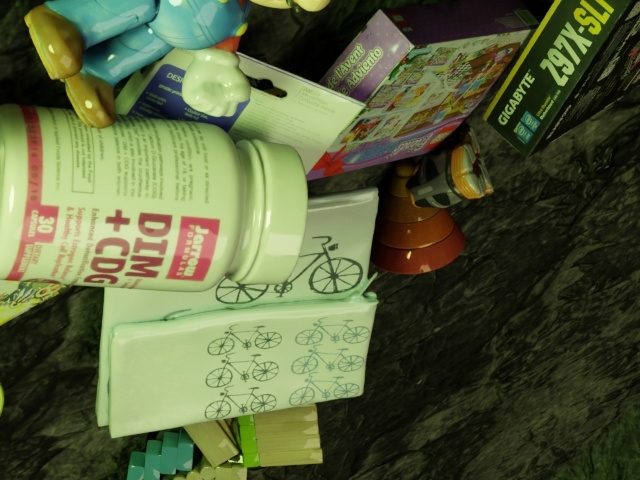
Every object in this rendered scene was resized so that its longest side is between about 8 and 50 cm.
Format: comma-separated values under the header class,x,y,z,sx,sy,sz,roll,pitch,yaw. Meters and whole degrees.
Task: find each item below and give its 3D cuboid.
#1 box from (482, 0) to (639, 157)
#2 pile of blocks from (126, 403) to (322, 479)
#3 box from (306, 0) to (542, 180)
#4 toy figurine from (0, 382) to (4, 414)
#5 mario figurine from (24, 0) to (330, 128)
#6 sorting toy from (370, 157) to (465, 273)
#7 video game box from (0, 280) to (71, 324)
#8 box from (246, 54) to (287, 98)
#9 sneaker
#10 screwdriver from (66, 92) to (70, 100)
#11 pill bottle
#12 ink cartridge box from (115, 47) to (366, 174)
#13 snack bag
class,x,y,z,sx,sy,sz,roll,pitch,yaw
box,0.338,-0.258,2.076,0.257,0.079,0.322,-34,162,-42
pile of blocks,-0.157,0.276,2.517,0.362,0.149,0.113,-28,-161,9
box,0.094,-0.163,1.985,0.201,0.057,0.293,-49,162,29
toy figurine,-0.502,0.207,1.965,0.362,0.191,0.217,-40,-174,-2
mario figurine,-0.080,-0.203,1.604,0.320,0.170,0.198,-30,-177,2
sorting toy,0.000,0.000,2.216,0.365,0.127,0.126,-21,124,-20
video game box,-0.314,0.010,1.878,0.187,0.048,0.205,-27,155,-8
box,-0.092,-0.109,1.921,0.059,0.054,0.169,-15,150,-34
sneaker,0.150,-0.080,2.206,0.083,0.084,0.215,-21,180,12
screwdriver,-0.196,-0.190,1.696,0.170,0.024,0.025,-62,173,35
pill bottle,-0.166,-0.035,1.735,0.283,0.160,0.160,4,141,-21
ink cartridge box,-0.096,-0.109,1.825,0.206,0.045,0.208,21,130,-27
snack bag,-0.087,0.080,2.114,0.323,0.037,0.343,-7,135,-15
